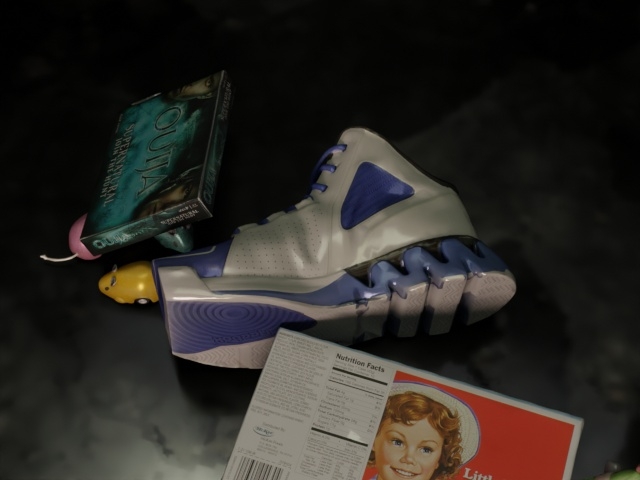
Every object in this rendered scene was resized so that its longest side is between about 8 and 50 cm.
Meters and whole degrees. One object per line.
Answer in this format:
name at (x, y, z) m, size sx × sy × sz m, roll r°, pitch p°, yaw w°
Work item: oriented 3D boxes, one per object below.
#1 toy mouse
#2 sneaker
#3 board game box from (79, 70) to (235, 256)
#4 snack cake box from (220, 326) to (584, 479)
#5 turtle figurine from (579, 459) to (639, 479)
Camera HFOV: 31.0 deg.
toy mouse at (-0.178, -0.011, 1.085) m, size 0.160 × 0.031 × 0.143 m, roll 4°, pitch 60°, yaw 1°
sneaker at (0.001, 0.000, 1.042) m, size 0.315 × 0.127 × 0.182 m, roll -6°, pitch 57°, yaw -13°
board game box at (-0.147, -0.075, 1.068) m, size 0.126 × 0.026 × 0.186 m, roll -18°, pitch 41°, yaw 20°
snack cake box at (0.065, 0.188, 0.944) m, size 0.264 × 0.089 × 0.152 m, roll 17°, pitch 59°, yaw 8°
turtle figurine at (0.305, 0.208, 0.913) m, size 0.197 × 0.275 × 0.266 m, roll 1°, pitch 38°, yaw 23°
